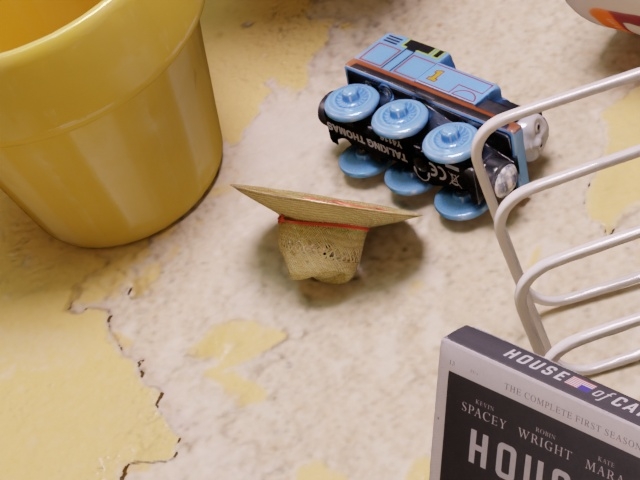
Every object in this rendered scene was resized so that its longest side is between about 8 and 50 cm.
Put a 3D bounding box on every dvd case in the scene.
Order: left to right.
[{"bbox_3d":[0.130,0.183,1.025,0.179,0.239,0.029,23,32,38],"label":"dvd case"}]

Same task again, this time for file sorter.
[{"bbox_3d":[0.212,0.051,1.150,0.173,0.193,0.278,-19,43,7],"label":"file sorter"}]

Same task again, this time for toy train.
[{"bbox_3d":[0.084,-0.084,1.420,0.184,0.080,0.105,25,54,38],"label":"toy train"}]

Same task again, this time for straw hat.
[{"bbox_3d":[0.000,0.000,1.376,0.144,0.144,0.061,10,94,30],"label":"straw hat"}]

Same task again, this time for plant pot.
[{"bbox_3d":[-0.187,-0.132,1.452,0.254,0.239,0.254,-12,46,13],"label":"plant pot"}]

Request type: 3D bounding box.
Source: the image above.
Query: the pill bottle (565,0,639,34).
[{"bbox_3d":[0.374,-0.221,1.331,0.392,0.224,0.224,18,56,35],"label":"pill bottle"}]
